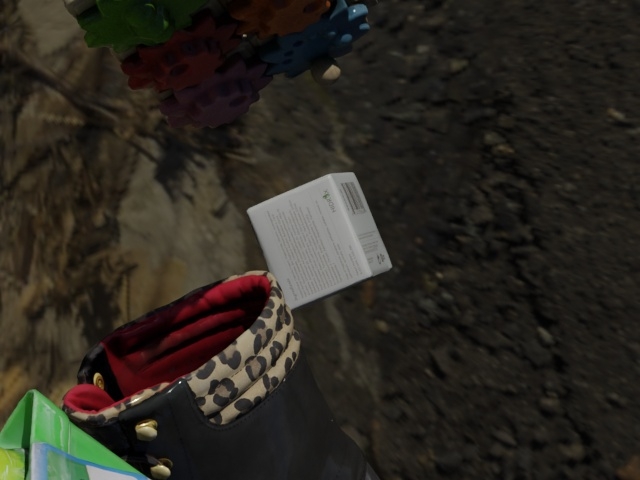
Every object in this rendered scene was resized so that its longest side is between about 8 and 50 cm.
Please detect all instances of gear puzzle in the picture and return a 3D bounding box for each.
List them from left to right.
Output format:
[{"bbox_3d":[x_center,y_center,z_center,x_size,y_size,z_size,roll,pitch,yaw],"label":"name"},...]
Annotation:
[{"bbox_3d":[-0.061,-0.152,1.026,0.175,0.339,0.044,-28,71,6],"label":"gear puzzle"}]

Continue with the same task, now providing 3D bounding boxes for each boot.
[{"bbox_3d":[-0.119,0.222,1.189,0.377,0.138,0.284,-33,121,-20],"label":"boot"}]

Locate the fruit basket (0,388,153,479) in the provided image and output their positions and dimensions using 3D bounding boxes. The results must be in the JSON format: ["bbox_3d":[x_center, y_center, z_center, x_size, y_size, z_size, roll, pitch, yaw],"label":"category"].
[{"bbox_3d":[-0.216,0.156,0.719,0.353,0.327,0.165,30,114,-24],"label":"fruit basket"}]

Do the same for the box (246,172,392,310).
[{"bbox_3d":[0.000,0.000,1.450,0.087,0.101,0.102,-22,88,14],"label":"box"}]
